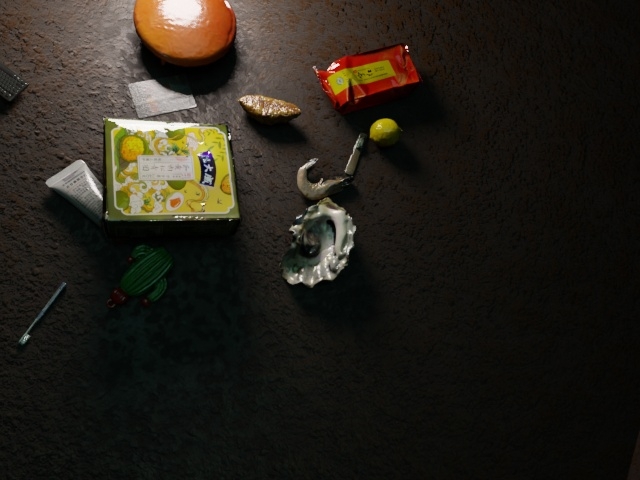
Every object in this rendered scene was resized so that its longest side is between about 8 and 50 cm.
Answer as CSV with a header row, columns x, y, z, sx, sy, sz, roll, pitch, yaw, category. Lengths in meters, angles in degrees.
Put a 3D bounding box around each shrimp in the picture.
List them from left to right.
x,y,z,sx,sy,sz,roll,pitch,yaw,category
0.014,-0.236,1.894,0.219,0.046,0.152,-16,84,-17,shrimp

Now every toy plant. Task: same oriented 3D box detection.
x,y,z,sx,sy,sz,roll,pitch,yaw,category
-0.567,0.127,1.636,0.154,0.088,0.240,26,78,-23,toy plant

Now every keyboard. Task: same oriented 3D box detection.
x,y,z,sx,sy,sz,roll,pitch,yaw,category
-1.064,-0.534,1.690,0.381,0.041,0.103,37,71,-3,keyboard

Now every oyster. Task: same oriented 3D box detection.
x,y,z,sx,sy,sz,roll,pitch,yaw,category
0.000,0.001,1.803,0.238,0.115,0.351,14,69,-2,oyster

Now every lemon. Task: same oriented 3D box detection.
x,y,z,sx,sy,sz,roll,pitch,yaw,category
0.253,-0.417,1.966,0.133,0.109,0.109,-10,79,-8,lemon

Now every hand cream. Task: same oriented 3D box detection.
x,y,z,sx,sy,sz,roll,pitch,yaw,category
-0.737,-0.124,1.652,0.314,0.089,0.139,46,62,3,hand cream

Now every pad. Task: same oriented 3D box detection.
x,y,z,sx,sy,sz,roll,pitch,yaw,category
-0.570,-0.523,1.835,0.211,0.003,0.143,-18,82,-17,pad

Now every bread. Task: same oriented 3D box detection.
x,y,z,sx,sy,sz,roll,pitch,yaw,category
-0.189,-0.477,1.883,0.233,0.076,0.105,9,63,-5,bread

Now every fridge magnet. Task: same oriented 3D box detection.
x,y,z,sx,sy,sz,roll,pitch,yaw,category
-0.486,-0.789,1.840,0.363,0.155,0.364,3,75,-13,fridge magnet

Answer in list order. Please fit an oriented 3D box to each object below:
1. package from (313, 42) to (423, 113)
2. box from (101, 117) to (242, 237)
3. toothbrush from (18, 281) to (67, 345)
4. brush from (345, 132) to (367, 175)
x,y,z,sx,sy,sz,roll,pitch,yaw,category
0.185,-0.633,1.992,0.423,0.123,0.196,-21,81,-18,package
-0.488,-0.201,1.654,0.420,0.138,0.373,-1,65,-22,box
-0.857,0.225,1.572,0.019,0.016,0.219,32,71,-7,toothbrush
0.141,-0.337,1.960,0.034,0.027,0.190,23,73,-6,brush
